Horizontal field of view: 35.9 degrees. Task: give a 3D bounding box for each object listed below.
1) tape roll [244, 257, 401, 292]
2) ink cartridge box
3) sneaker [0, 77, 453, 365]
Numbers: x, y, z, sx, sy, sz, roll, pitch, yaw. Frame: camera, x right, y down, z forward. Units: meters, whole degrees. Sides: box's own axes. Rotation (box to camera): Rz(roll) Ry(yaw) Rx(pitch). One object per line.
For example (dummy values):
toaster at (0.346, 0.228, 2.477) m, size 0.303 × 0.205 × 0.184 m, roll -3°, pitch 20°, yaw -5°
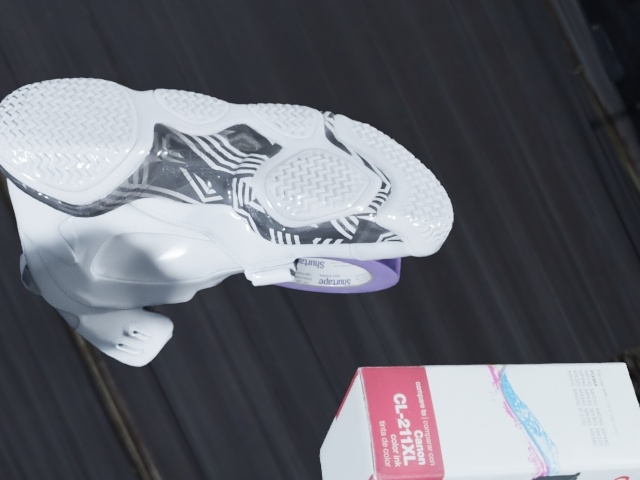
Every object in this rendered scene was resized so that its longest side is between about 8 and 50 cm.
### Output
tape roll at (0.000, 0.000, 1.132) m, size 0.189 × 0.080 × 0.189 m, roll 5°, pitch 165°, yaw 1°
ink cartridge box at (0.099, 0.136, 0.621) m, size 0.175 × 0.072 × 0.127 m, roll 1°, pitch 145°, yaw -12°
sneaker at (-0.086, -0.003, 0.824) m, size 0.366 × 0.210 × 0.137 m, roll 10°, pitch -140°, yaw -3°
